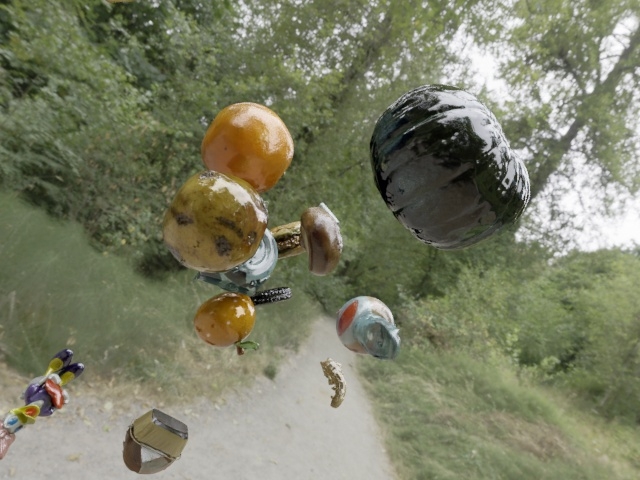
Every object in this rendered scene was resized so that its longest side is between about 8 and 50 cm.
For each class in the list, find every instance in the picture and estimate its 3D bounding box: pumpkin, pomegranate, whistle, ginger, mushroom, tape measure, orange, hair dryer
[{"bbox_3d":[0.273,-0.154,0.967,0.363,0.266,0.363,36,33,-28],"label":"pumpkin"},{"bbox_3d":[-0.279,-0.045,1.211,0.281,0.281,0.281,37,-5,4],"label":"pomegranate"},{"bbox_3d":[0.142,0.263,1.339,0.189,0.189,0.348,38,-4,-9],"label":"whistle"},{"bbox_3d":[0.049,0.469,1.508,0.173,0.070,0.051,-109,-164,-47],"label":"ginger"},{"bbox_3d":[0.000,0.000,1.634,0.253,0.154,0.253,168,-90,-86],"label":"mushroom"},{"bbox_3d":[-0.270,0.047,1.497,0.256,0.274,0.147,22,-38,-23],"label":"tape measure"},{"bbox_3d":[-0.241,-0.304,1.511,0.312,0.312,0.312,37,-5,4],"label":"orange"},{"bbox_3d":[-0.017,-0.109,2.315,0.155,0.183,0.044,51,-31,30],"label":"hair dryer"}]

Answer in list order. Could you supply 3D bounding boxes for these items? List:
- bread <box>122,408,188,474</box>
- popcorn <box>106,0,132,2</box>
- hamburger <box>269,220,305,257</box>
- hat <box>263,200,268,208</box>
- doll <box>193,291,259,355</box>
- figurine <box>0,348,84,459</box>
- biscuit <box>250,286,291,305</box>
[{"bbox_3d":[-0.608,0.740,1.643,0.224,0.212,0.142,42,0,-26],"label":"bread"},{"bbox_3d":[-0.391,-0.635,0.834,0.354,0.390,0.344,18,-52,44],"label":"popcorn"},{"bbox_3d":[-0.137,0.000,1.907,0.283,0.260,0.144,-112,-171,-85],"label":"hamburger"},{"bbox_3d":[-0.353,-0.109,2.061,0.110,0.252,0.252,37,-5,5],"label":"hat"},{"bbox_3d":[-0.314,0.297,1.543,0.236,0.214,0.213,62,0,12],"label":"doll"},{"bbox_3d":[-1.049,0.580,1.668,0.421,0.193,0.154,-99,171,-69],"label":"figurine"},{"bbox_3d":[-0.201,0.213,1.716,0.194,0.195,0.053,133,-52,-85],"label":"biscuit"}]
